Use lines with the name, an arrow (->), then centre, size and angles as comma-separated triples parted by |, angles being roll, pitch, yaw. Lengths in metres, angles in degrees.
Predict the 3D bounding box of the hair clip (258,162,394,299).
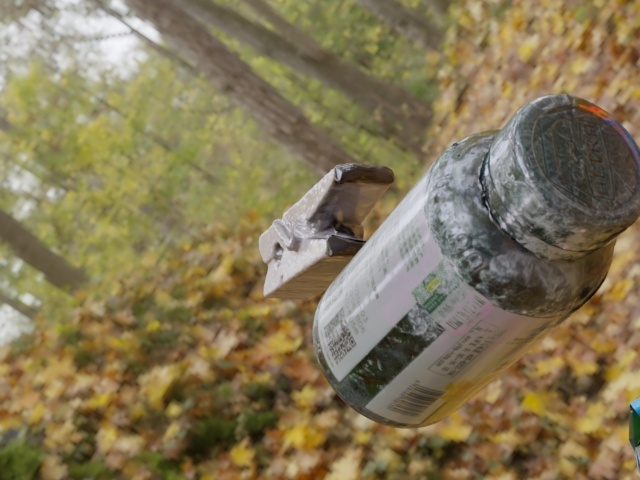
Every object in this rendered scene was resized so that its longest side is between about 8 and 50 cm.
hair clip -> -0.005, 0.000, 1.480 | 0.331, 0.085, 0.101 | 147, 120, -69

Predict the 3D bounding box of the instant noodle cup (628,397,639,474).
instant noodle cup -> 0.440, 0.210, 1.313 | 0.178, 0.240, 0.240 | -47, 11, 36

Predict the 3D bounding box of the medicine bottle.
medicine bottle -> 0.109, 0.018, 0.922 | 0.141, 0.141, 0.293 | -62, 5, -38
